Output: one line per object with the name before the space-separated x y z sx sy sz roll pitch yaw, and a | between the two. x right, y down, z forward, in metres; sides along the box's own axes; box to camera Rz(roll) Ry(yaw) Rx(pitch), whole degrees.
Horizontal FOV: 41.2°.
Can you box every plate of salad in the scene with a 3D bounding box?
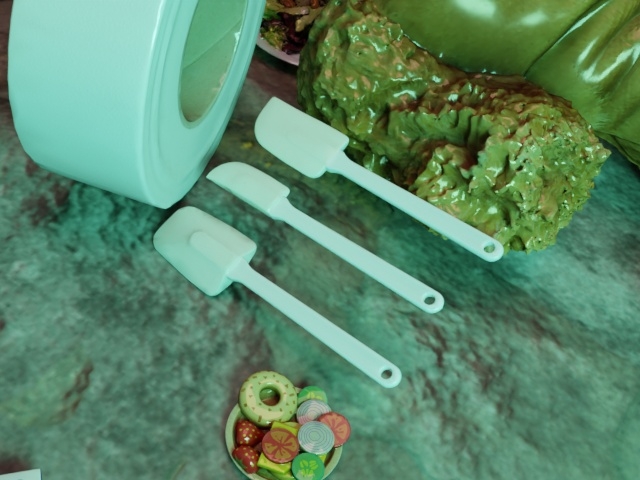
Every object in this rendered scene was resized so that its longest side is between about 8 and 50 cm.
plate of salad | 0.008 -0.248 0.931 0.199 0.048 0.200 7 46 -7

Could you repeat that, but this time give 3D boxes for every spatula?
spatula | 0.000 0.000 0.651 0.242 0.019 0.168 33 73 25

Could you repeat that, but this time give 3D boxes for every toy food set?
toy food set | -0.023 0.130 0.577 0.082 0.020 0.083 18 45 4

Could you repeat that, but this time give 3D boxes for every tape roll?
tape roll | -0.124 -0.174 0.661 0.100 0.286 0.286 19 45 5

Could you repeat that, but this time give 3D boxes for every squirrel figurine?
squirrel figurine | 0.197 -0.151 0.768 0.370 0.281 0.397 38 78 -3

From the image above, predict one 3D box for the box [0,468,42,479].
box | -0.209 0.179 0.481 0.136 0.028 0.081 -7 49 -17
